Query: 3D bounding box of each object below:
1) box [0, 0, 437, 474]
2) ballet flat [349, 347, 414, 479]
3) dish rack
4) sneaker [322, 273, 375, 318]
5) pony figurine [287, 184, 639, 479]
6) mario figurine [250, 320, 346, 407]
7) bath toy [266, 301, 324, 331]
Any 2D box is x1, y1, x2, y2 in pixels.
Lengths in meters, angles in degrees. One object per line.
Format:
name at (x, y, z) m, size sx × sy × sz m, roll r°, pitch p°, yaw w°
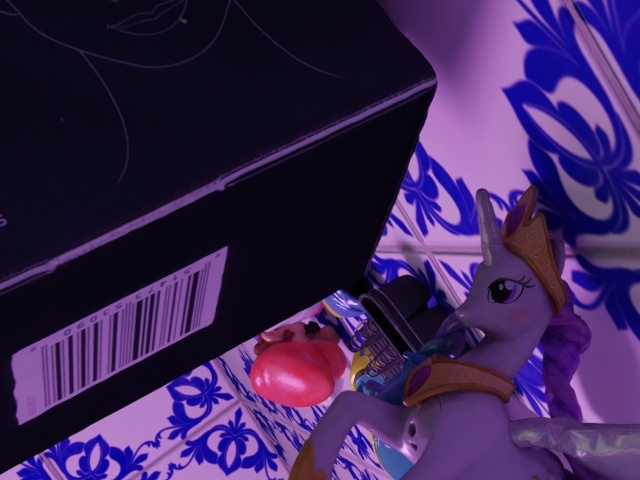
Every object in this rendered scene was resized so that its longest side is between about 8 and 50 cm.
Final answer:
box at (-0.257, -0.114, 0.922) m, size 0.472 × 0.479 × 0.297 m, roll 54°, pitch 155°, yaw 20°
ballet flat at (0.094, 0.241, 1.749) m, size 0.077 × 0.077 × 0.231 m, roll -108°, pitch -3°, yaw -56°
dish rack at (0.111, 0.158, 1.441) m, size 0.208 × 0.074 × 0.271 m, roll 54°, pitch 160°, yaw 8°
sneaker at (0.000, 0.000, 1.504) m, size 0.209 × 0.069 × 0.082 m, roll 55°, pitch 153°, yaw 0°
pony figurine at (0.157, 0.184, 0.965) m, size 0.351 × 0.363 × 0.302 m, roll 43°, pitch 163°, yaw -20°
mario figurine at (-0.039, 0.133, 1.897) m, size 0.198 × 0.170 × 0.320 m, roll 21°, pitch -162°, yaw -32°
bath toy at (-0.105, 0.012, 1.746) m, size 0.129 × 0.151 × 0.348 m, roll 15°, pitch -165°, yaw -43°
